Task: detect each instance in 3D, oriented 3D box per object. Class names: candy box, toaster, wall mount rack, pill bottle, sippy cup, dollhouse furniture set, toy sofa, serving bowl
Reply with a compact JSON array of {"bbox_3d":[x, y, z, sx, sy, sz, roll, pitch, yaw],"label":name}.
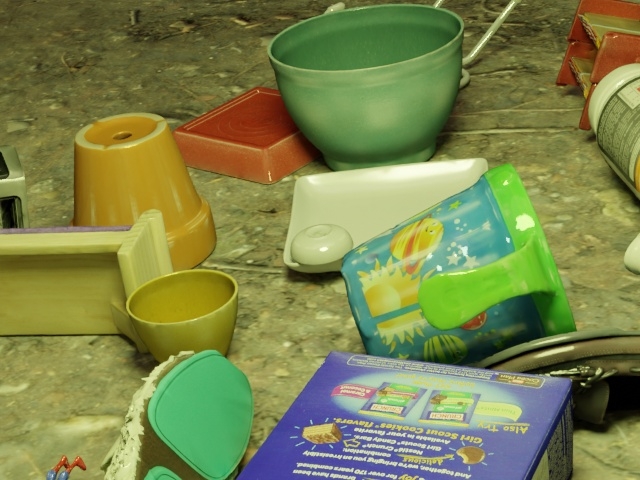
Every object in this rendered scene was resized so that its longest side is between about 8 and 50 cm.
[{"bbox_3d":[0.074,0.244,1.477,0.268,0.122,0.317,5,28,24],"label":"candy box"},{"bbox_3d":[-0.497,-0.029,2.171,0.168,0.185,0.110,-8,27,-17],"label":"toaster"},{"bbox_3d":[0.185,-0.372,2.696,0.304,0.130,0.350,-18,28,-19],"label":"wall mount rack"},{"bbox_3d":[0.465,-0.134,2.086,0.162,0.162,0.278,-11,26,-5],"label":"pill bottle"},{"bbox_3d":[0.148,0.058,1.738,0.224,0.305,0.240,-20,53,3],"label":"sippy cup"},{"bbox_3d":[0.567,-0.245,2.347,0.374,0.152,0.201,8,25,-4],"label":"dollhouse furniture set"},{"bbox_3d":[-0.367,0.041,1.997,0.362,0.150,0.177,-1,28,15],"label":"toy sofa"},{"bbox_3d":[0.000,0.000,2.010,0.083,0.027,0.083,-8,28,4],"label":"serving bowl"}]

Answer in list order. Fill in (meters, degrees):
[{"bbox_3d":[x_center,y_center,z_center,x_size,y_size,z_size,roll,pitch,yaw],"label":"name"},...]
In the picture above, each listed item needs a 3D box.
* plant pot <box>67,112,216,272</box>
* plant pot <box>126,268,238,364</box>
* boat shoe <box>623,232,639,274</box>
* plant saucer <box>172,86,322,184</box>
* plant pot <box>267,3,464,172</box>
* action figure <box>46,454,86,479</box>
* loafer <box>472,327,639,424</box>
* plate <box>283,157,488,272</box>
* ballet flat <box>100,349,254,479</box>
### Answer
[{"bbox_3d":[-0.259,-0.067,2.139,0.205,0.188,0.205,-7,26,3],"label":"plant pot"},{"bbox_3d":[-0.157,0.107,1.858,0.134,0.095,0.134,-7,26,4],"label":"plant pot"},{"bbox_3d":[0.431,-0.030,1.769,0.088,0.096,0.267,15,43,32],"label":"boat shoe"},{"bbox_3d":[-0.091,-0.179,2.482,0.258,0.048,0.259,15,33,39],"label":"plant saucer"},{"bbox_3d":[0.078,-0.216,2.333,0.293,0.196,0.293,-7,25,3],"label":"plant pot"},{"bbox_3d":[-0.291,0.273,1.637,0.038,0.030,0.115,2,32,33],"label":"action figure"},{"bbox_3d":[0.309,0.148,1.627,0.302,0.109,0.095,-10,61,-2],"label":"loafer"},{"bbox_3d":[0.096,-0.028,2.115,0.278,0.045,0.277,-6,27,6],"label":"plate"},{"bbox_3d":[-0.179,0.248,1.550,0.147,0.147,0.409,-2,26,13],"label":"ballet flat"}]
